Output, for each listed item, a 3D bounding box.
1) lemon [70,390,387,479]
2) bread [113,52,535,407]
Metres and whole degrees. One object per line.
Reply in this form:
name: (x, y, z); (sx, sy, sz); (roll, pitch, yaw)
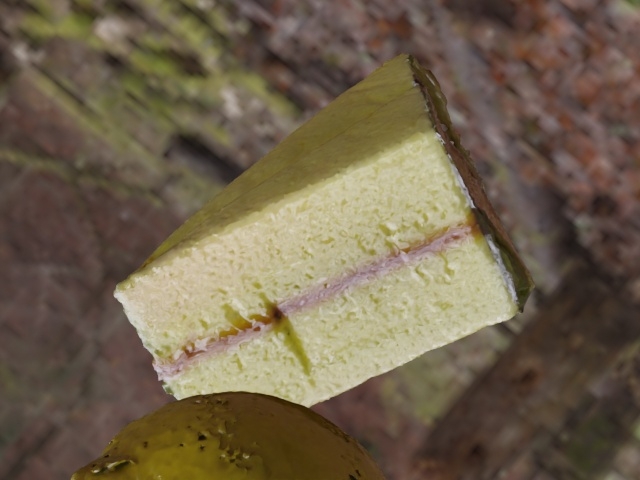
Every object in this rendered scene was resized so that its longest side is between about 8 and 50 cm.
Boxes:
lemon: (-0.043, 0.163, 1.026); (0.206, 0.173, 0.173); (29, -175, -37)
bread: (-0.003, 0.002, 1.413); (0.163, 0.264, 0.167); (-100, -15, -65)
